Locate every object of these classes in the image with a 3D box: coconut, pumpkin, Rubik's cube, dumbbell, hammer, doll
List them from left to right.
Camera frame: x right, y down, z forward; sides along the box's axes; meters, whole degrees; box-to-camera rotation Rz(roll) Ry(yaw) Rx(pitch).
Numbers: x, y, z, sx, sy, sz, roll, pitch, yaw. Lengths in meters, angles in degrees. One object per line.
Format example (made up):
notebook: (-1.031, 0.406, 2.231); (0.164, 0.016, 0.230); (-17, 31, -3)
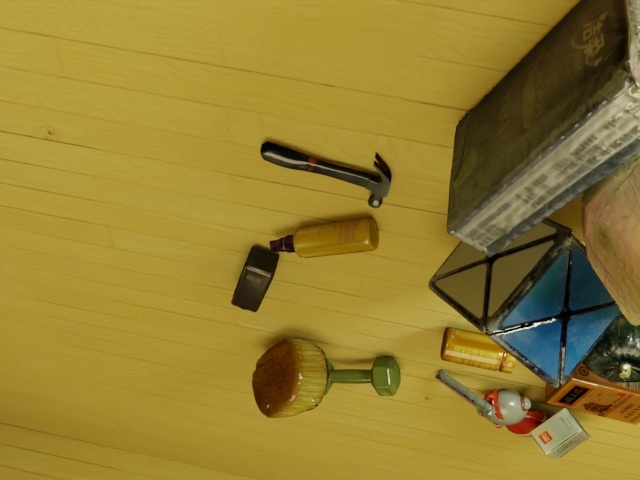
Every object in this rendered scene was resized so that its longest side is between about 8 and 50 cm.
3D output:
hammer: (0.012, -0.156, 1.404); (0.290, 0.037, 0.137); (17, 143, -4)
dumbbell: (0.097, 0.425, 2.069); (0.302, 0.108, 0.121); (-4, 140, 23)
doll: (0.600, 0.539, 2.073); (0.200, 0.105, 0.336); (-19, 140, 37)
Rubik's cube: (0.425, 0.101, 1.361); (0.259, 0.255, 0.260); (39, 93, -28)
pumpkin: (0.742, 0.269, 1.627); (0.212, 0.152, 0.211); (13, 158, 5)
coconut: (0.630, -0.050, 1.102); (0.405, 0.404, 0.404); (9, 143, 7)

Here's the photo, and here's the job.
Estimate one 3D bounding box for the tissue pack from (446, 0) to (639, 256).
tissue pack: (0.364, -0.188, 1.045); (0.124, 0.288, 0.394); (26, 142, -15)

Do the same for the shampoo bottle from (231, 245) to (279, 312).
shampoo bottle: (-0.180, 0.114, 1.779); (0.080, 0.079, 0.246); (20, 143, -7)

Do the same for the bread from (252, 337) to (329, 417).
bread: (-0.099, 0.420, 2.025); (0.142, 0.227, 0.253); (13, 147, -40)

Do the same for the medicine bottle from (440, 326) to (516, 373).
medicine bottle: (0.432, 0.300, 1.814); (0.192, 0.096, 0.096); (10, 143, 3)

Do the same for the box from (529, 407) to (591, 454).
box: (0.730, 0.589, 2.004); (0.135, 0.079, 0.269); (-38, 148, 8)

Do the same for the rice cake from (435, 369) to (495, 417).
rice cake: (0.436, 0.461, 1.998); (0.208, 0.033, 0.033); (34, 159, 26)

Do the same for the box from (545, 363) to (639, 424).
box: (0.806, 0.430, 1.880); (0.274, 0.076, 0.174); (14, 142, 0)

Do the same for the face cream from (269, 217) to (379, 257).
face cream: (0.000, 0.000, 1.576); (0.273, 0.078, 0.078); (-7, 138, 25)
